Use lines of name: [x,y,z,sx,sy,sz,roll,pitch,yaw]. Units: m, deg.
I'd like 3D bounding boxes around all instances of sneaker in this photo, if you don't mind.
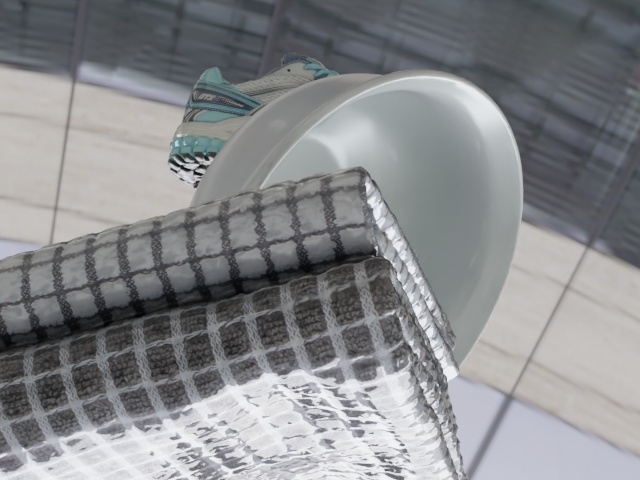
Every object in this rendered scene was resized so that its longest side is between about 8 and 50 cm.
sneaker: [0.003,-0.113,1.317,0.283,0.110,0.122,2,-112,14]

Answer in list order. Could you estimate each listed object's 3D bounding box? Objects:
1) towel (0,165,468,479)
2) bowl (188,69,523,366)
towel: [-0.047,0.085,0.803,0.235,0.283,0.121,-17,-116,7]
bowl: [0.000,0.000,1.070,0.298,0.297,0.134,-24,-144,-34]
